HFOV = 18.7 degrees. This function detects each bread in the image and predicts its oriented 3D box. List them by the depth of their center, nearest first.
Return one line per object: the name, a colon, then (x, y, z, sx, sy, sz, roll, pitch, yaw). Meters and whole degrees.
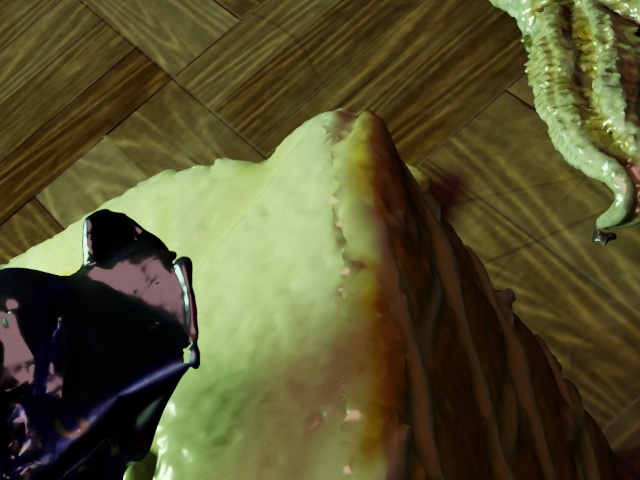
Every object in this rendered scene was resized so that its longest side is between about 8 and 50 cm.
bread: (0.001, 0.184, 1.054, 0.279, 0.371, 0.390, -25, 43, 19)

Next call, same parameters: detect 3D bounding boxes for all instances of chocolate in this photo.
chocolate: (-0.160, 0.127, 0.847, 0.148, 0.126, 0.343, 10, 66, 25)

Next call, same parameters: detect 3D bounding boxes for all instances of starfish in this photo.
starfish: (0.263, -0.197, 1.475, 0.324, 0.082, 0.432, -30, 34, 2)

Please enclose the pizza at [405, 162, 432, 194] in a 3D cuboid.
pizza: (0.000, 0.000, 1.492, 0.182, 0.062, 0.161, -44, 34, -7)
